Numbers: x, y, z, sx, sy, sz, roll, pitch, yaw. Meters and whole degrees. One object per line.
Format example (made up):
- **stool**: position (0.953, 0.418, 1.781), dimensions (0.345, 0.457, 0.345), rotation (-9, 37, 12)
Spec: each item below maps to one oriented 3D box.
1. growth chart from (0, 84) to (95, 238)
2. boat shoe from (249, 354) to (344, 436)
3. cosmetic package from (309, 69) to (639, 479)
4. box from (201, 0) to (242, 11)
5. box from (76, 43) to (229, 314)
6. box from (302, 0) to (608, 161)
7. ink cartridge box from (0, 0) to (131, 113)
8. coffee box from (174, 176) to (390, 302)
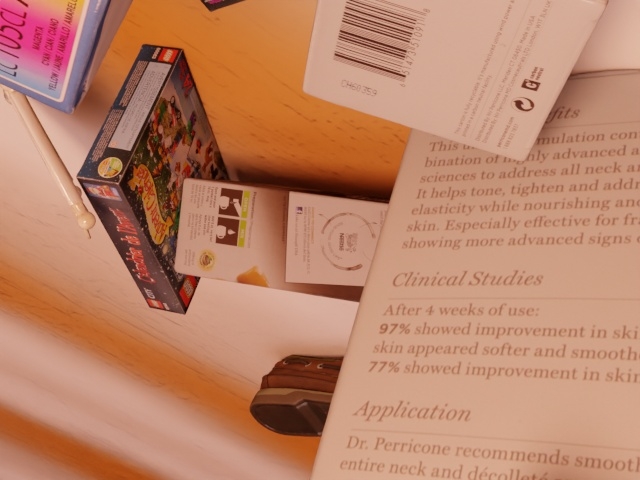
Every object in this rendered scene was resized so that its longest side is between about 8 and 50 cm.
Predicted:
- **growth chart**: position (-0.259, -0.084, 1.022), dimensions (0.172, 0.021, 0.237), rotation (63, 170, -13)
- **boat shoe**: position (0.050, 0.199, 1.430), dimensions (0.307, 0.104, 0.110), rotation (3, 138, 30)
- **cosmetic package**: position (0.239, 0.113, 0.874), dimensions (0.329, 0.393, 0.327), rotation (-1, 145, 30)
- **box**: position (-0.080, -0.229, 0.823), dimensions (0.052, 0.062, 0.083), rotation (-7, 141, 36)
- **box**: position (-0.152, -0.053, 1.060), dimensions (0.044, 0.159, 0.233), rotation (9, 149, 16)
- **box**: position (0.095, -0.172, 0.758), dimensions (0.182, 0.119, 0.181), rotation (17, 150, 2)
- **ink cartridge box**: position (-0.266, -0.284, 0.627), dimensions (0.396, 0.270, 0.151), rotation (24, 148, -9)
- **coffee box**: position (0.000, 0.000, 1.068), dimensions (0.247, 0.098, 0.141), rotation (8, -175, 20)
